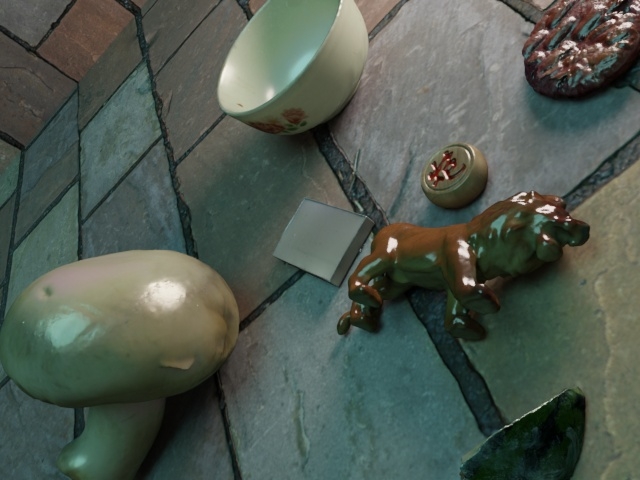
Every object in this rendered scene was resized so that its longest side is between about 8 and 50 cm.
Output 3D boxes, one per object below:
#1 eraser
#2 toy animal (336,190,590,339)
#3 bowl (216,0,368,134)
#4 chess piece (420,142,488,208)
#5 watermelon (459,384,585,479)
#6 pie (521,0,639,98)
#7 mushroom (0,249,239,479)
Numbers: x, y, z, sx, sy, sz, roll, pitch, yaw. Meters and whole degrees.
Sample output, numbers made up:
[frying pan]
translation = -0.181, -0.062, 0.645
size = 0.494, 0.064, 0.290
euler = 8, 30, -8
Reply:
[eraser]
translation = 0.000, 0.000, 0.912
size = 0.150, 0.023, 0.103
euler = 21, 79, 52
[toy animal]
translation = 0.136, 0.023, 0.710
size = 0.313, 0.097, 0.157
euler = -6, 47, 47
[bowl]
translation = -0.028, -0.283, 1.053
size = 0.277, 0.145, 0.276
euler = -28, 43, 31
[chess piece]
translation = 0.162, -0.079, 0.785
size = 0.084, 0.038, 0.083
euler = -29, 44, 32
[watermelon]
translation = 0.169, 0.182, 0.559
size = 0.155, 0.101, 0.080
euler = -37, 29, 8
[pie]
translation = 0.303, -0.230, 0.749
size = 0.155, 0.036, 0.154
euler = -26, 47, 32
[mushroom]
translation = -0.298, 0.140, 0.914
size = 0.356, 0.315, 0.315
euler = -39, 40, 20
